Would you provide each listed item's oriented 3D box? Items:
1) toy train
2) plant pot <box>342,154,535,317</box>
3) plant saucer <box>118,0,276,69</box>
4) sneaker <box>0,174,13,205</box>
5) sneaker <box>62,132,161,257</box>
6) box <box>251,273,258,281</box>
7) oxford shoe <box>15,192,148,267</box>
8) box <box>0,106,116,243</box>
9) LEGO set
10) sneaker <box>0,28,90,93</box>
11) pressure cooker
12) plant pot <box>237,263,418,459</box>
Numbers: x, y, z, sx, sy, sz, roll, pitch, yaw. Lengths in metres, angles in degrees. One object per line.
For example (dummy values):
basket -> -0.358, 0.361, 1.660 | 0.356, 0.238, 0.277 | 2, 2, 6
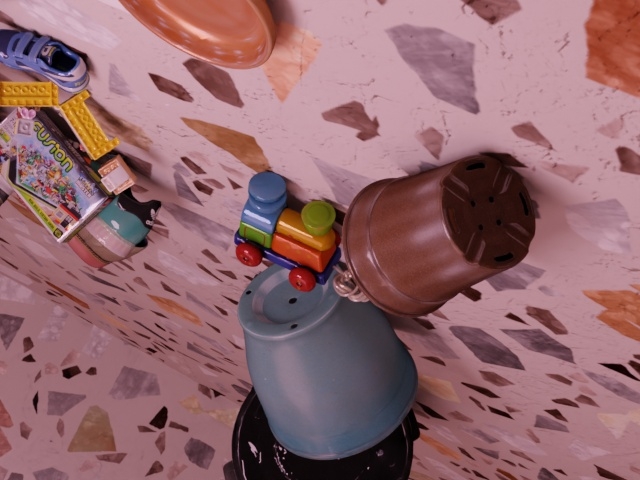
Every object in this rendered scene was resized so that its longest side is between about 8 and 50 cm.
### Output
toy train -> 0.000, 0.000, 1.388 | 0.248, 0.105, 0.143 | 25, 148, 10
plant pot -> 0.136, -0.010, 1.079 | 0.167, 0.167, 0.165 | 35, 153, -18
plant saucer -> -0.130, -0.251, 0.996 | 0.200, 0.037, 0.200 | 24, 161, 9
sneaker -> -0.752, -0.095, 1.863 | 0.447, 0.257, 0.169 | 23, 164, 49
sneaker -> -0.385, -0.116, 1.624 | 0.302, 0.121, 0.108 | 44, -175, 7
box -> -0.057, 0.144, 1.902 | 0.184, 0.045, 0.191 | 29, 162, 2
oxford shoe -> -0.440, -0.085, 1.792 | 0.130, 0.123, 0.348 | -13, 142, 22
box -> -0.433, -0.110, 1.557 | 0.207, 0.114, 0.036 | 49, -171, 4
LEGO set -> -0.400, -0.175, 1.457 | 0.287, 0.132, 0.107 | 21, 178, -25
sneaker -> -0.378, -0.251, 1.319 | 0.144, 0.053, 0.059 | 21, 163, -6
pressure cooker -> -0.002, 0.445, 2.081 | 0.369, 0.376, 0.420 | 24, 167, 7
plant pot -> -0.005, 0.170, 1.608 | 0.271, 0.272, 0.255 | 12, 140, 39
